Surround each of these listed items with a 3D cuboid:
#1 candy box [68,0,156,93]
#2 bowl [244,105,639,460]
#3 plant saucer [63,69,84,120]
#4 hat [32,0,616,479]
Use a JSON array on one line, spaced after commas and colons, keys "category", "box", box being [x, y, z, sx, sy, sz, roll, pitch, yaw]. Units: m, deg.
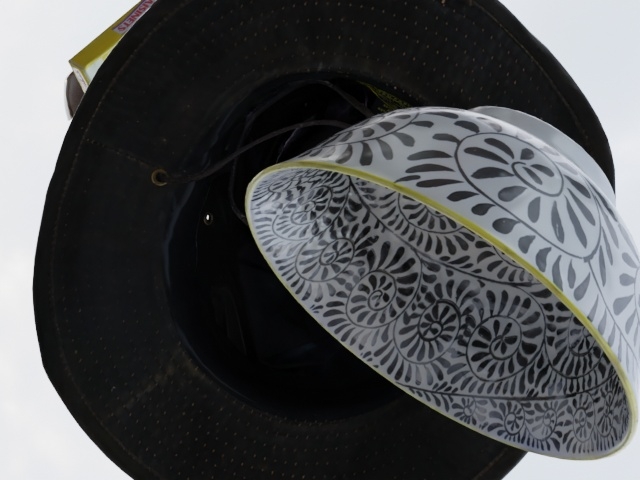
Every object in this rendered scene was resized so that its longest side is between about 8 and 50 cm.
[{"category": "candy box", "box": [-0.104, -0.167, 1.004, 0.027, 0.206, 0.105, 32, -24, 32]}, {"category": "bowl", "box": [0.062, 0.002, 0.478, 0.170, 0.080, 0.170, 31, -23, 15]}, {"category": "plant saucer", "box": [-0.200, -0.204, 1.279, 0.036, 0.199, 0.198, 46, -45, -13]}, {"category": "hat", "box": [0.000, 0.000, 0.717, 0.331, 0.134, 0.331, 0, -82, 3]}]
